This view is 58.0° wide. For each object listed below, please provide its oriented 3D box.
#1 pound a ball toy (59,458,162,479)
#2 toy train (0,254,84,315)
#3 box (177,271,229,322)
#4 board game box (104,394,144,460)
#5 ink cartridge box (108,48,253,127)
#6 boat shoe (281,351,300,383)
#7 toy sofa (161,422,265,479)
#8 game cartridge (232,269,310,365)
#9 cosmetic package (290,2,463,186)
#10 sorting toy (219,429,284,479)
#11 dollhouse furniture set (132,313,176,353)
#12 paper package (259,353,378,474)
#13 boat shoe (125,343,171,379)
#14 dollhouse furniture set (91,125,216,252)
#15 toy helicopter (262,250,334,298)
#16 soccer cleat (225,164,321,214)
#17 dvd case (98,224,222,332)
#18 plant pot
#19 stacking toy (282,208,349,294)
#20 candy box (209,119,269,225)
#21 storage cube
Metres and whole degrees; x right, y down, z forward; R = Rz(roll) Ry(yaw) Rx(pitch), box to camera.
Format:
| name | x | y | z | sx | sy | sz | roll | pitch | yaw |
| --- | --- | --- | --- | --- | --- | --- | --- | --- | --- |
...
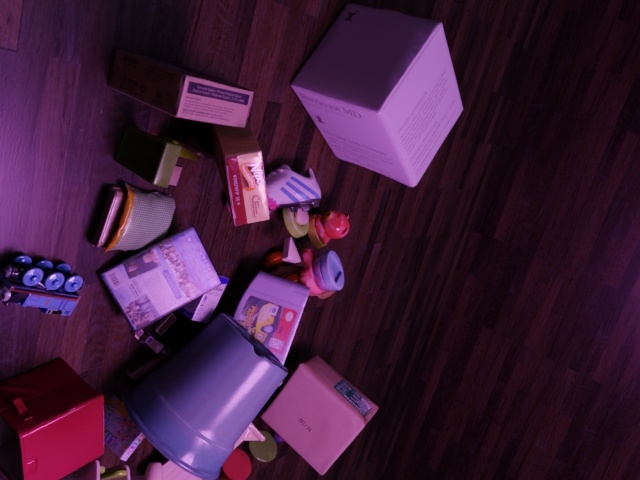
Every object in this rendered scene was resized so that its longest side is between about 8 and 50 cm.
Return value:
| name | x | y | z | sx | sy | sz | roll | pitch | yaw |
| --- | --- | --- | --- | --- | --- | --- | --- | --- | --- |
| pound a ball toy | -0.577 | 0.647 | 1.431 | 0.319 | 0.135 | 0.208 | -20 | 148 | 12 |
| toy train | -0.594 | 0.099 | 1.227 | 0.105 | 0.080 | 0.184 | -60 | 149 | 5 |
| box | -0.340 | 0.135 | 1.578 | 0.072 | 0.126 | 0.137 | 26 | 90 | -57 |
| board game box | -0.532 | 0.493 | 1.526 | 0.103 | 0.154 | 0.026 | -53 | 147 | -18 |
| ink cartridge box | -0.292 | -0.319 | 1.214 | 0.193 | 0.235 | 0.088 | -7 | 118 | -55 |
| boat shoe | -0.154 | 0.480 | 2.148 | 0.228 | 0.081 | 0.068 | -22 | 128 | -57 |
| toy sofa | -0.374 | 0.679 | 1.853 | 0.362 | 0.150 | 0.177 | -41 | 99 | -17 |
| game cartridge | -0.170 | 0.250 | 1.752 | 0.060 | 0.196 | 0.294 | -150 | -100 | -85 |
| cosmetic package | 0.186 | -0.433 | 1.744 | 0.327 | 0.329 | 0.393 | -57 | 147 | -11 |
| sorting toy | -0.268 | 0.833 | 2.243 | 0.366 | 0.127 | 0.126 | -17 | 155 | -53 |
| dollhouse furniture set | -0.430 | 0.247 | 1.566 | 0.114 | 0.081 | 0.091 | -49 | 146 | -22 |
| paper package | -0.007 | 0.642 | 2.159 | 0.309 | 0.325 | 0.168 | -56 | 165 | 22 |
| boat shoe | -0.476 | 0.337 | 1.602 | 0.135 | 0.050 | 0.045 | -28 | 138 | -30 |
| dollhouse furniture set | -0.376 | -0.087 | 1.339 | 0.198 | 0.151 | 0.301 | 8 | 105 | -57 |
| toy helicopter | -0.080 | 0.175 | 1.968 | 0.355 | 0.140 | 0.235 | 7 | 126 | -48 |
| soccer cleat | -0.143 | -0.150 | 1.700 | 0.331 | 0.116 | 0.143 | -8 | 84 | -41 |
| dvd case | -0.393 | 0.096 | 1.444 | 0.253 | 0.022 | 0.180 | -29 | 117 | -17 |
| plant pot | -0.291 | 0.401 | 1.578 | 0.334 | 0.341 | 0.341 | -47 | 146 | -7 |
| stacking toy | 0.000 | 0.000 | 1.843 | 0.279 | 0.130 | 0.308 | 46 | 36 | -50 |
| candy box | -0.200 | -0.200 | 1.368 | 0.088 | 0.316 | 0.182 | -12 | 129 | -12 |
| storage cube | -0.625 | 0.416 | 1.306 | 0.193 | 0.184 | 0.214 | -21 | 128 | -49 |
